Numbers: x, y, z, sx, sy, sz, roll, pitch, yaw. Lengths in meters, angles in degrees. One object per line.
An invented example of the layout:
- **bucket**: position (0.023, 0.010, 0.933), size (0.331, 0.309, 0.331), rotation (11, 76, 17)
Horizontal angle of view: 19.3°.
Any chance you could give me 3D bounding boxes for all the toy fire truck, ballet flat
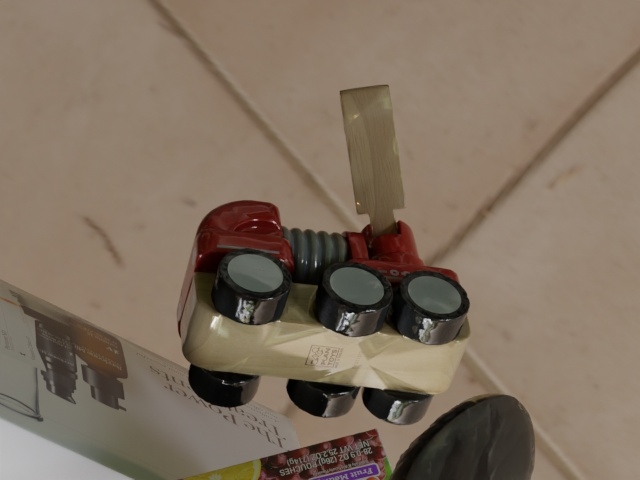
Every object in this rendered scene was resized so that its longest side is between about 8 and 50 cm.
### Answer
- **toy fire truck**: position (0.000, 0.000, 1.498), size (0.246, 0.217, 0.158), rotation (-100, 21, -50)
- **ballet flat**: position (0.028, 0.121, 0.720), size (0.049, 0.057, 0.173), rotation (-18, 25, 53)

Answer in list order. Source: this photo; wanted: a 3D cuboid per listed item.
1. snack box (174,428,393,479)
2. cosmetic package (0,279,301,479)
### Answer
- **snack box**: position (-0.034, 0.233, 1.247), size (0.207, 0.070, 0.174), rotation (-14, 48, -6)
- **cosmetic package**: position (-0.181, 0.159, 1.491), size (0.097, 0.377, 0.284), rotation (-58, 19, 14)
